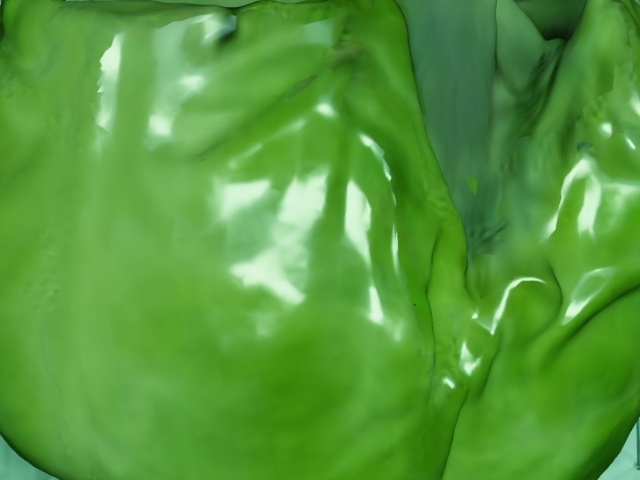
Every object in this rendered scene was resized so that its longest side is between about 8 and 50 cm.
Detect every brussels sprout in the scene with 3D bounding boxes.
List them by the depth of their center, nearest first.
[{"bbox_3d":[-0.001,0.016,1.051,0.425,0.342,0.361,-1,102,-9],"label":"brussels sprout"}]
